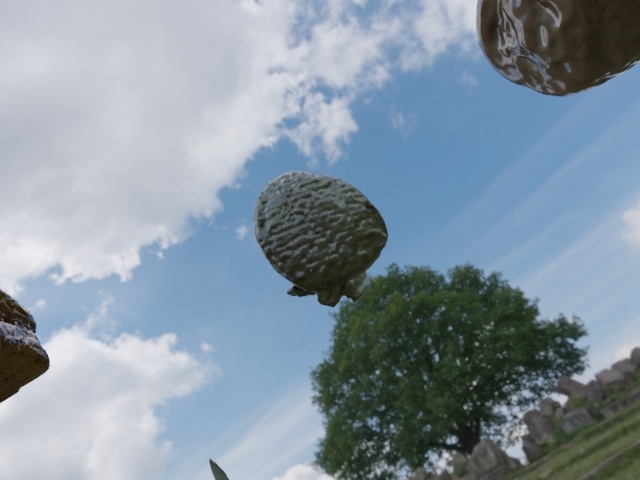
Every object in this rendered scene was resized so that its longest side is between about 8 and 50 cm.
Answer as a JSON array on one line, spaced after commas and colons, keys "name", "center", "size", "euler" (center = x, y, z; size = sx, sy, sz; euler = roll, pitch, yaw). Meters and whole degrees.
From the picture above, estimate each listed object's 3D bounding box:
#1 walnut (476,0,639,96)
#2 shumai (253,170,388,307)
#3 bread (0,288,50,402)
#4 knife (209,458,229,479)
[{"name": "walnut", "center": [0.346, -0.346, 0.669], "size": [0.226, 0.274, 0.273], "euler": [-7, -21, 38]}, {"name": "shumai", "center": [0.000, 0.000, 1.174], "size": [0.292, 0.330, 0.288], "euler": [-45, -17, 2]}, {"name": "bread", "center": [-0.451, 0.168, 0.402], "size": [0.380, 0.109, 0.185], "euler": [-35, -25, -20]}, {"name": "knife", "center": [-0.164, 0.455, 0.847], "size": [0.017, 0.047, 0.298], "euler": [-50, -28, -33]}]
